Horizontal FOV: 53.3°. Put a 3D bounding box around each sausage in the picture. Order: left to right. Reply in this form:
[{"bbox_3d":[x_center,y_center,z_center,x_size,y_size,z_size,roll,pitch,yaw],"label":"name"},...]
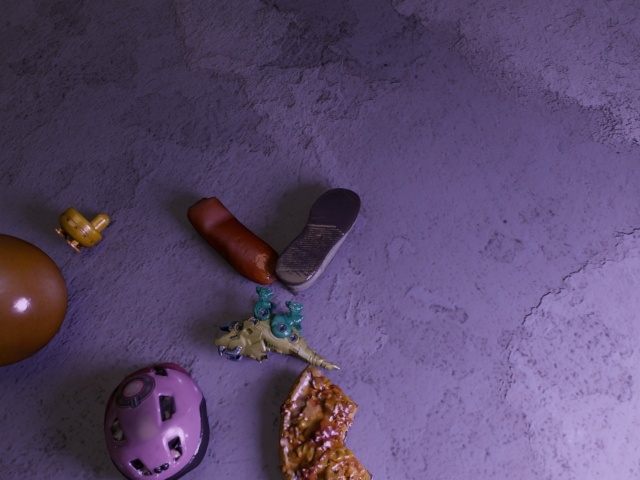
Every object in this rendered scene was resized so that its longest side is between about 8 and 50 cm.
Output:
[{"bbox_3d":[-0.195,0.000,1.431,0.089,0.083,0.300,-44,57,-9],"label":"sausage"}]

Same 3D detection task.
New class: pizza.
[{"bbox_3d":[0.002,0.368,1.152,0.162,0.085,0.305,-11,58,4],"label":"pizza"}]

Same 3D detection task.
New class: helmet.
[{"bbox_3d":[-0.322,0.334,1.205,0.199,0.154,0.253,-26,61,-4],"label":"helmet"}]

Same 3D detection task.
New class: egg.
[{"bbox_3d":[-0.704,0.122,1.337,0.352,0.282,0.282,10,60,18],"label":"egg"}]

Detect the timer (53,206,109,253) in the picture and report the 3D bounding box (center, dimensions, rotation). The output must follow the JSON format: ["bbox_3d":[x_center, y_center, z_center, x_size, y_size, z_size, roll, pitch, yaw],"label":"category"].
[{"bbox_3d":[-0.562,-0.037,1.517,0.107,0.107,0.109,36,75,29],"label":"timer"}]

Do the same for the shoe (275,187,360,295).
[{"bbox_3d":[0.000,0.000,1.383,0.103,0.098,0.274,29,66,18],"label":"shoe"}]

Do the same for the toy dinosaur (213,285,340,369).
[{"bbox_3d":[-0.075,0.190,1.284,0.260,0.094,0.153,13,61,11],"label":"toy dinosaur"}]
